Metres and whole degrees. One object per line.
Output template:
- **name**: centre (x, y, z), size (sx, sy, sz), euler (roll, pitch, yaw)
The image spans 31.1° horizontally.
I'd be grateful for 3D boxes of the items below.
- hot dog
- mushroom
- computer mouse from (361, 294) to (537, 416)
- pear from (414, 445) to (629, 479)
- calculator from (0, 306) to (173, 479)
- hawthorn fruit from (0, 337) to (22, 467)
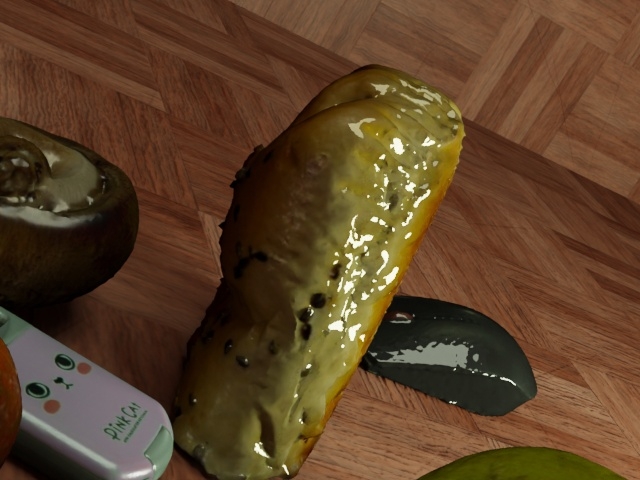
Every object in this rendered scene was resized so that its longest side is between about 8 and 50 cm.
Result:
- **hot dog**: centre (0.000, 0.000, 1.127), size (0.196, 0.365, 0.367), euler (29, 18, -1)
- **mushroom**: centre (-0.298, -0.037, 1.080), size (0.253, 0.153, 0.253), euler (26, 18, -9)
- **computer mouse**: centre (0.159, 0.129, 1.474), size (0.295, 0.087, 0.168), euler (19, 26, -27)
- **pear**: centre (0.107, 0.284, 0.740), size (0.375, 0.287, 0.287), euler (-8, 40, -37)
- **calculator**: centre (-0.234, 0.127, 0.944), size (0.246, 0.045, 0.141), euler (31, 19, 1)
- **hawthorn fruit**: centre (-0.279, 0.107, 0.741), size (0.172, 0.173, 0.173), euler (28, 19, -11)
